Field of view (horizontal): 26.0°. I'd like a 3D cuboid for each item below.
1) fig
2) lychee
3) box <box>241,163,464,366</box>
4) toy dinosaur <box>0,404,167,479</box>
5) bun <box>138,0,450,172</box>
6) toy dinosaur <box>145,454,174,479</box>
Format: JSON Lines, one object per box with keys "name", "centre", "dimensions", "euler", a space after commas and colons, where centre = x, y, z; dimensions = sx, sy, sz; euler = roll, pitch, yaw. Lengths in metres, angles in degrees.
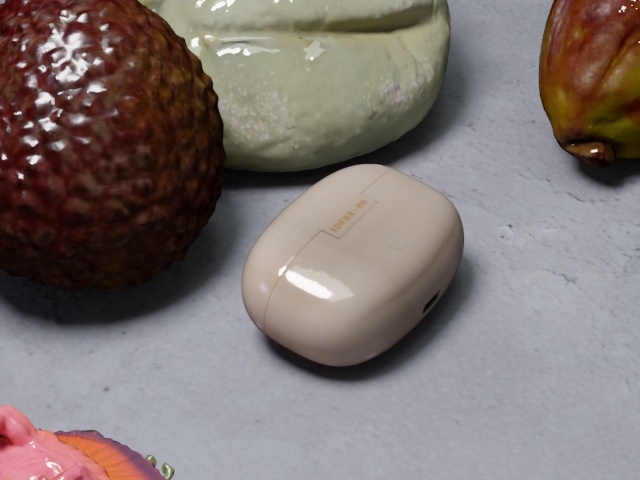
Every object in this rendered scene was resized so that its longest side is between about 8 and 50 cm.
{"name": "fig", "centre": [0.317, -0.183, 1.262], "dimensions": [0.263, 0.224, 0.224], "euler": [-19, 38, -8]}
{"name": "lychee", "centre": [-0.204, -0.086, 1.158], "dimensions": [0.261, 0.260, 0.260], "euler": [-3, 36, 2]}
{"name": "box", "centre": [0.028, 0.017, 1.116], "dimensions": [0.146, 0.088, 0.200], "euler": [26, 45, 22]}
{"name": "toy dinosaur", "centre": [-0.184, 0.135, 0.925], "dimensions": [0.286, 0.070, 0.139], "euler": [34, 25, 24]}
{"name": "bun", "centre": [-0.046, -0.227, 1.355], "dimensions": [0.365, 0.219, 0.365], "euler": [-5, 36, 4]}
{"name": "toy dinosaur", "centre": [-0.111, 0.189, 0.962], "dimensions": [0.120, 0.029, 0.060], "euler": [23, 59, 26]}
